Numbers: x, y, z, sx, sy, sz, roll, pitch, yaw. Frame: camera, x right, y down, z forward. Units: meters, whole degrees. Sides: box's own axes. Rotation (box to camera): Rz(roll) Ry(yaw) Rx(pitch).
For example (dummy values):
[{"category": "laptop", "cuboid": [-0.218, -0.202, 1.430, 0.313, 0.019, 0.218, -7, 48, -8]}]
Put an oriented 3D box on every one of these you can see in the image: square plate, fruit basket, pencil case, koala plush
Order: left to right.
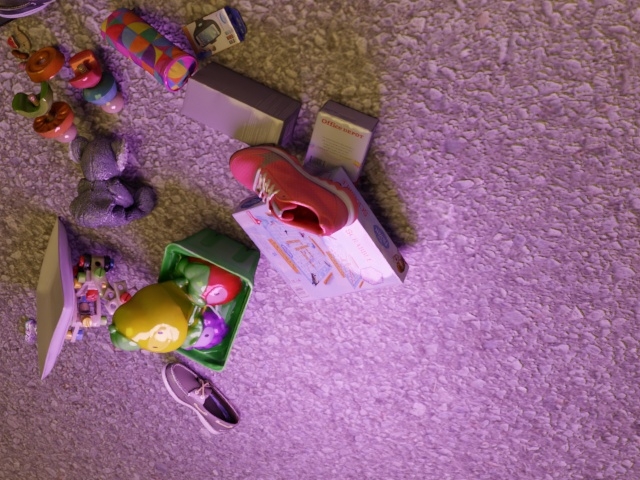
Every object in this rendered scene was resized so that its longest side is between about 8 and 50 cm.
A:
[{"category": "square plate", "cuboid": [-0.772, 0.169, 2.028, 0.049, 0.344, 0.347, 7, 134, -30]}, {"category": "koala plush", "cuboid": [-0.552, -0.160, 1.781, 0.196, 0.203, 0.221, 10, 112, 15]}, {"category": "pencil case", "cuboid": [-0.379, -0.424, 1.543, 0.236, 0.104, 0.104, 40, 130, 22]}, {"category": "fruit basket", "cuboid": [-0.346, 0.185, 1.800, 0.283, 0.392, 0.392, 26, 127, 5]}]

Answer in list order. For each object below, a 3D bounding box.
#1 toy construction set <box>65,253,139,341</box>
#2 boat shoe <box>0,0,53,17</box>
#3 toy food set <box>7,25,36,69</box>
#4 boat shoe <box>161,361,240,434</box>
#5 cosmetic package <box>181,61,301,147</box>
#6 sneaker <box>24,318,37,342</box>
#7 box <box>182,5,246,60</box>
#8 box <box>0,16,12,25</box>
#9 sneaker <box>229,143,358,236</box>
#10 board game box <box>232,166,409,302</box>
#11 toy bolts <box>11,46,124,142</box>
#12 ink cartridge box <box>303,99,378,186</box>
[{"category": "toy construction set", "cuboid": [-0.646, 0.161, 1.997, 0.151, 0.215, 0.328, 13, 156, -42]}, {"category": "boat shoe", "cuboid": [-0.617, -0.582, 1.529, 0.335, 0.119, 0.121, -20, 116, 20]}, {"category": "toy food set", "cuboid": [-0.745, -0.466, 1.751, 0.078, 0.019, 0.122, -25, 109, 32]}, {"category": "boat shoe", "cuboid": [-0.367, 0.480, 2.161, 0.091, 0.109, 0.305, -23, 116, 31]}, {"category": "cosmetic package", "cuboid": [-0.177, -0.298, 1.567, 0.238, 0.127, 0.107, 25, 126, 8]}, {"category": "sneaker", "cuboid": [-0.949, 0.314, 2.326, 0.069, 0.038, 0.098, 20, 127, 10]}, {"category": "box", "cuboid": [-0.232, -0.461, 1.545, 0.136, 0.028, 0.081, -13, 115, 30]}, {"category": "box", "cuboid": [-0.812, -0.623, 1.651, 0.183, 0.059, 0.232, -14, 115, 28]}, {"category": "sneaker", "cuboid": [-0.077, -0.106, 1.475, 0.314, 0.136, 0.116, 27, 128, 16]}, {"category": "board game box", "cuboid": [0.000, 0.000, 1.674, 0.318, 0.066, 0.318, -14, 124, 38]}, {"category": "toy bolts", "cuboid": [-0.598, -0.363, 1.703, 0.228, 0.218, 0.158, -17, 145, 13]}, {"category": "ink cartridge box", "cuboid": [0.043, -0.208, 1.568, 0.127, 0.072, 0.175, 23, 127, 6]}]
